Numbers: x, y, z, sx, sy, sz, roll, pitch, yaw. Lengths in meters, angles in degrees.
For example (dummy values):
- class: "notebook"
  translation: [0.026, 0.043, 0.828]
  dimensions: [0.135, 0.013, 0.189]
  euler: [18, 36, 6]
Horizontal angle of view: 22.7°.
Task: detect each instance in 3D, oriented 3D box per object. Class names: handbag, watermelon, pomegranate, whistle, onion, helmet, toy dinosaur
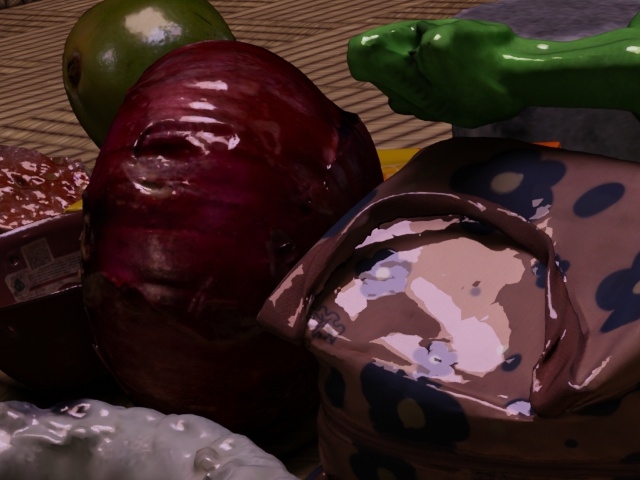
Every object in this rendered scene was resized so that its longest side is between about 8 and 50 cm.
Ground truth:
- class: "handbag"
  translation: [0.104, 0.065, 0.829]
  dimensions: [0.251, 0.190, 0.193]
  euler: [12, 36, 38]
- class: "watermelon"
  translation: [-0.250, -0.009, 1.366]
  dimensions: [0.256, 0.140, 0.193]
  euler: [9, 30, 24]
- class: "pomegranate"
  translation: [-0.157, -0.143, 1.689]
  dimensions: [0.190, 0.241, 0.159]
  euler: [-29, 54, 2]
- class: "whistle"
  translation: [0.265, -0.101, 1.309]
  dimensions: [0.404, 0.168, 0.188]
  euler: [8, 24, 31]
- class: "onion"
  translation: [-0.049, 0.004, 0.974]
  dimensions: [0.190, 0.246, 0.246]
  euler: [8, 21, 14]
- class: "helmet"
  translation: [-0.174, 0.052, 1.106]
  dimensions: [0.155, 0.106, 0.175]
  euler: [-19, 17, -12]
- class: "toy dinosaur"
  translation: [0.286, -0.081, 0.941]
  dimensions: [0.374, 0.144, 0.500]
  euler: [-1, -2, 30]

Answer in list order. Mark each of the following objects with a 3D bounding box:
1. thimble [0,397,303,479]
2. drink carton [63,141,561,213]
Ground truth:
- class: "thimble"
  translation: [-0.106, 0.164, 0.641]
  dimensions: [0.237, 0.150, 0.237]
  euler: [-6, 17, 2]
- class: "drink carton"
  translation: [0.000, 0.000, 1.199]
  dimensions: [0.351, 0.111, 0.154]
  euler: [-2, 17, 24]
